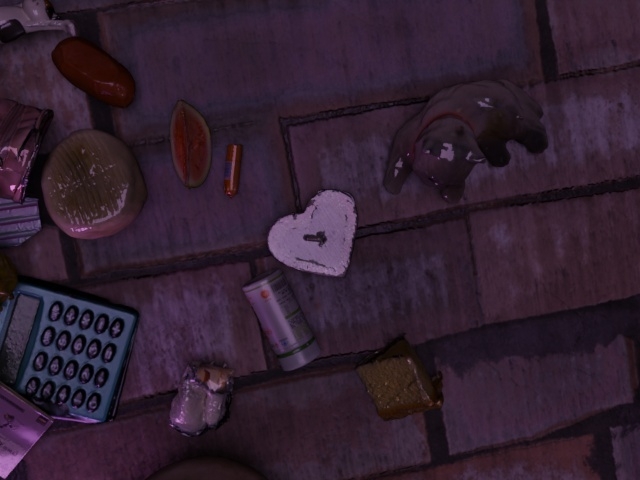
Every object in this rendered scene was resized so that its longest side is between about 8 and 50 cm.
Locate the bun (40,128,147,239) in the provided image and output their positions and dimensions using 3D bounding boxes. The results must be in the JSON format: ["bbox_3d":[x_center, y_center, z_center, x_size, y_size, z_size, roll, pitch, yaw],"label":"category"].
[{"bbox_3d":[-0.412,-0.102,1.404,0.178,0.128,0.193,-23,85,-5],"label":"bun"}]

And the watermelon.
[{"bbox_3d":[-0.255,-0.177,1.447,0.069,0.087,0.163,-3,93,24],"label":"watermelon"}]

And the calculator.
[{"bbox_3d":[-0.494,0.215,1.444,0.274,0.058,0.248,18,92,-9],"label":"calculator"}]

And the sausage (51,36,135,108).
[{"bbox_3d":[-0.416,-0.311,1.408,0.179,0.089,0.089,33,89,1],"label":"sausage"}]

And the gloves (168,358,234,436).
[{"bbox_3d":[-0.225,0.307,1.478,0.114,0.070,0.153,16,98,-16],"label":"gloves"}]

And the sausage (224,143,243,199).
[{"bbox_3d":[-0.169,-0.132,1.477,0.031,0.031,0.107,6,94,-8],"label":"sausage"}]

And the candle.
[{"bbox_3d":[0.000,0.000,1.488,0.192,0.068,0.168,-31,94,-3],"label":"candle"}]

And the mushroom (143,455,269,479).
[{"bbox_3d":[-0.211,0.580,1.383,0.362,0.294,0.362,0,95,-5],"label":"mushroom"}]

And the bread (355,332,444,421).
[{"bbox_3d":[0.156,0.283,1.514,0.152,0.127,0.147,-31,97,13],"label":"bread"}]

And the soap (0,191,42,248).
[{"bbox_3d":[-0.583,-0.036,1.417,0.149,0.056,0.100,-10,98,-6],"label":"soap"}]

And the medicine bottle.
[{"bbox_3d":[-0.075,0.151,1.479,0.086,0.086,0.183,-26,96,-5],"label":"medicine bottle"}]

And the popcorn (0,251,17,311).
[{"bbox_3d":[-0.628,0.089,1.321,0.173,0.168,0.195,13,61,18],"label":"popcorn"}]

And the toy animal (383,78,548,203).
[{"bbox_3d":[0.306,-0.197,1.465,0.308,0.188,0.266,14,83,-4],"label":"toy animal"}]

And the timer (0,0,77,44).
[{"bbox_3d":[-0.583,-0.369,1.359,0.266,0.175,0.175,-30,97,-15],"label":"timer"}]

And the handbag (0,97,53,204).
[{"bbox_3d":[-0.552,-0.162,1.348,0.116,0.205,0.179,19,121,-18],"label":"handbag"}]

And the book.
[{"bbox_3d":[-0.594,0.355,1.429,0.127,0.014,0.182,39,108,-12],"label":"book"}]
